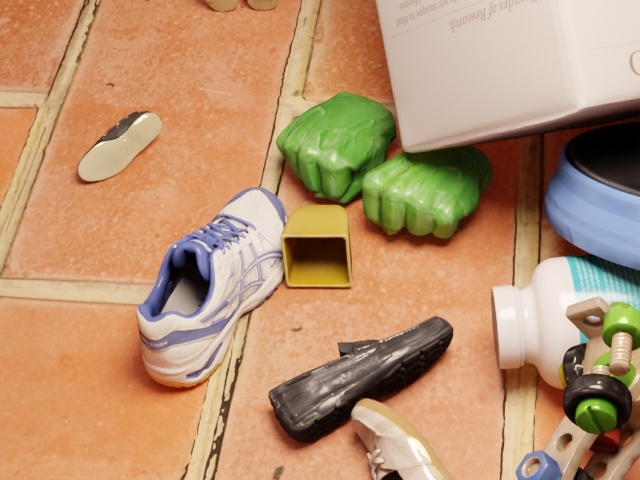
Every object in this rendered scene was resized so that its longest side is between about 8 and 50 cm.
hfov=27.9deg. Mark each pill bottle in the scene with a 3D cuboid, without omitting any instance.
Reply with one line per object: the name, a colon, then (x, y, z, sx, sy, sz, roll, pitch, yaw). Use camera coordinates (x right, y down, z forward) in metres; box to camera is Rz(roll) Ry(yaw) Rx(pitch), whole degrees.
pill bottle: (0.322, 0.085, 1.405, 0.264, 0.146, 0.146, -4, 50, 3)

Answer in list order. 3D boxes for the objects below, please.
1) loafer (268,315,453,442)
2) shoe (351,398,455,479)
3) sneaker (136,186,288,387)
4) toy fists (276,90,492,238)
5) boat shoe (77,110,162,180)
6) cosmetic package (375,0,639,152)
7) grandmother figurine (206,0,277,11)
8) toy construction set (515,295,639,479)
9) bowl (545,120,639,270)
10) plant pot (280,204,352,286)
loafer: (0.046, 0.141, 1.440, 0.223, 0.076, 0.078, -29, 60, -12)
shoe: (0.095, 0.250, 1.343, 0.058, 0.076, 0.219, -30, 55, -23)
sneaker: (-0.119, 0.030, 1.522, 0.112, 0.131, 0.296, 11, 51, 19)
toy fists: (0.072, -0.088, 1.618, 0.279, 0.096, 0.142, 29, 44, 27)
boat shoe: (-0.273, -0.126, 1.730, 0.133, 0.049, 0.042, -41, 29, -16)
cosmetic package: (0.276, -0.331, 1.485, 0.329, 0.327, 0.393, -12, 91, -31)
grandmother figurine: (-0.095, -0.499, 1.983, 0.208, 0.104, 0.342, 4, 53, 0)
toy construction set: (0.352, 0.153, 1.216, 0.309, 0.257, 0.237, 24, 44, -6)
bowl: (0.447, -0.055, 1.432, 0.391, 0.077, 0.391, 1, 20, 0)
plant pot: (0.000, 0.000, 1.567, 0.081, 0.081, 0.083, 0, 38, 8)
